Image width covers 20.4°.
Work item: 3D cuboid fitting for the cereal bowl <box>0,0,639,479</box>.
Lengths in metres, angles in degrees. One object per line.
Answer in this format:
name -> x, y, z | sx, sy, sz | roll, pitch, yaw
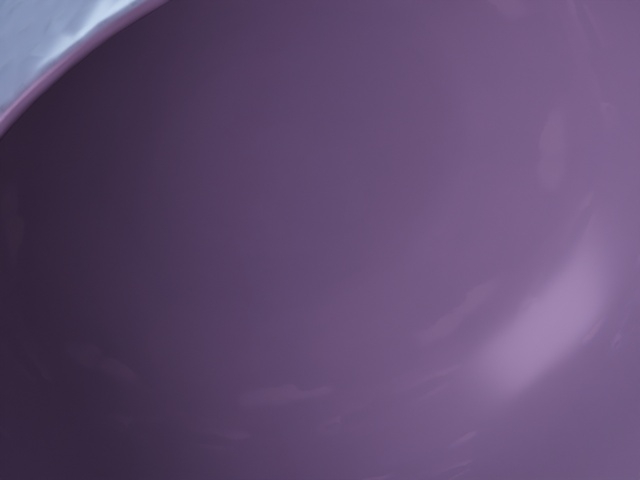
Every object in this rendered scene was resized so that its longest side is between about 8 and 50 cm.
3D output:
cereal bowl -> 0.000, 0.000, 0.655 | 0.141, 0.339, 0.339 | -116, 33, -49
